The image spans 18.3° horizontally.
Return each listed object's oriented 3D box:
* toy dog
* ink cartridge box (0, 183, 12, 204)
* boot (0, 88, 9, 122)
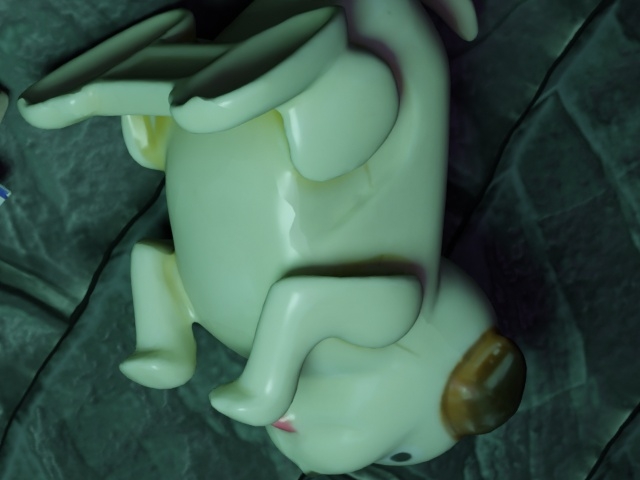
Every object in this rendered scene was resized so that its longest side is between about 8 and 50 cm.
[{"bbox_3d":[0.000,0.000,1.589,0.395,0.284,0.408,-41,119,-41],"label":"toy dog"},{"bbox_3d":[-0.405,0.040,1.527,0.333,0.065,0.165,-46,144,3],"label":"ink cartridge box"},{"bbox_3d":[-0.286,-0.123,1.560,0.087,0.042,0.118,15,100,-29],"label":"boot"}]
